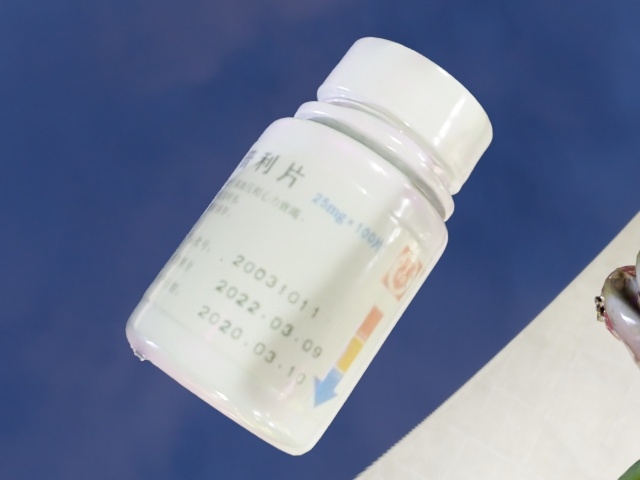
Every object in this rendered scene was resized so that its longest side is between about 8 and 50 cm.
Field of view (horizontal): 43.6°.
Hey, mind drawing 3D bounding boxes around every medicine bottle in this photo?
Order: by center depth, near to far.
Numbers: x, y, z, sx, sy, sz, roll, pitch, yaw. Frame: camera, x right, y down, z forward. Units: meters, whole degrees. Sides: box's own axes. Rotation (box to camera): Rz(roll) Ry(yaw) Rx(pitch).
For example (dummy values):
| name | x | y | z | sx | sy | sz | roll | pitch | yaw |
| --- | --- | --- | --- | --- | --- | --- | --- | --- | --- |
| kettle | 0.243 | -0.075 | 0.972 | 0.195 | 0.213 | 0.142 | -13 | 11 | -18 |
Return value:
| name | x | y | z | sx | sy | sz | roll | pitch | yaw |
| --- | --- | --- | --- | --- | --- | --- | --- | --- | --- |
| medicine bottle | 0.000 | 0.000 | 0.612 | 0.170 | 0.170 | 0.293 | 32 | -100 | 19 |

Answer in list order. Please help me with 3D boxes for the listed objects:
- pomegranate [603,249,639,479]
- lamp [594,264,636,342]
| name | x | y | z | sx | sy | sz | roll | pitch | yaw |
| --- | --- | --- | --- | --- | --- | --- | --- | --- | --- |
| pomegranate | 0.178 | 0.108 | 0.281 | 0.202 | 0.202 | 0.247 | -20 | -120 | -2 |
| lamp | 0.382 | 0.079 | 0.977 | 0.090 | 0.101 | 0.101 | -9 | -116 | 19 |
